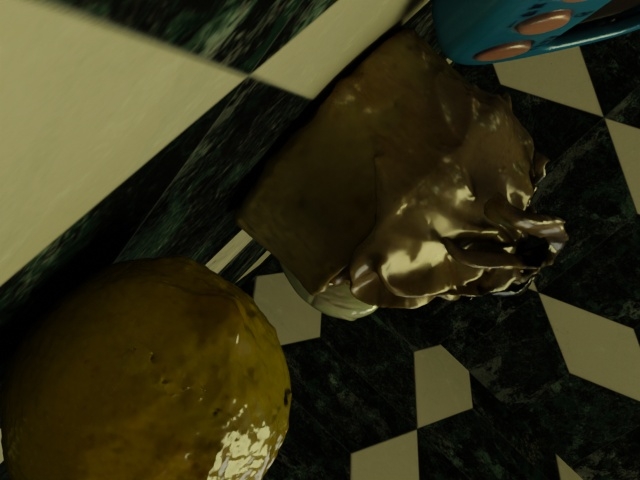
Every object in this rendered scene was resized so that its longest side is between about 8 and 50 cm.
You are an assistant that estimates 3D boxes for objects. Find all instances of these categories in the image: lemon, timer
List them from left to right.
[{"bbox_3d":[-0.121,0.115,0.602,0.231,0.192,0.192,-55,175,31],"label":"lemon"},{"bbox_3d":[0.279,-0.272,0.829,0.309,0.115,0.340,-13,177,-12],"label":"timer"}]

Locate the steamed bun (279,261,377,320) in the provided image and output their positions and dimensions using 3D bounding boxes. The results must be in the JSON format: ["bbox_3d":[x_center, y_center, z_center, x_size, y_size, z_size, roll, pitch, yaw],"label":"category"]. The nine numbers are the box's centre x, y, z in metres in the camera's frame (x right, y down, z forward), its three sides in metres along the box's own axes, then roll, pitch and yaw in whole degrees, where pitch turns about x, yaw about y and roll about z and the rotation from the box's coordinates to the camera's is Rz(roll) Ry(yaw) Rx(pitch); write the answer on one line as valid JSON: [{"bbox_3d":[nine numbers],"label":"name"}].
[{"bbox_3d":[0.000,0.000,1.240,0.153,0.238,0.170,-6,178,-5],"label":"steamed bun"}]

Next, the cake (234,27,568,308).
[{"bbox_3d":[0.112,-0.036,1.007,0.332,0.321,0.332,-48,178,-2],"label":"cake"}]
